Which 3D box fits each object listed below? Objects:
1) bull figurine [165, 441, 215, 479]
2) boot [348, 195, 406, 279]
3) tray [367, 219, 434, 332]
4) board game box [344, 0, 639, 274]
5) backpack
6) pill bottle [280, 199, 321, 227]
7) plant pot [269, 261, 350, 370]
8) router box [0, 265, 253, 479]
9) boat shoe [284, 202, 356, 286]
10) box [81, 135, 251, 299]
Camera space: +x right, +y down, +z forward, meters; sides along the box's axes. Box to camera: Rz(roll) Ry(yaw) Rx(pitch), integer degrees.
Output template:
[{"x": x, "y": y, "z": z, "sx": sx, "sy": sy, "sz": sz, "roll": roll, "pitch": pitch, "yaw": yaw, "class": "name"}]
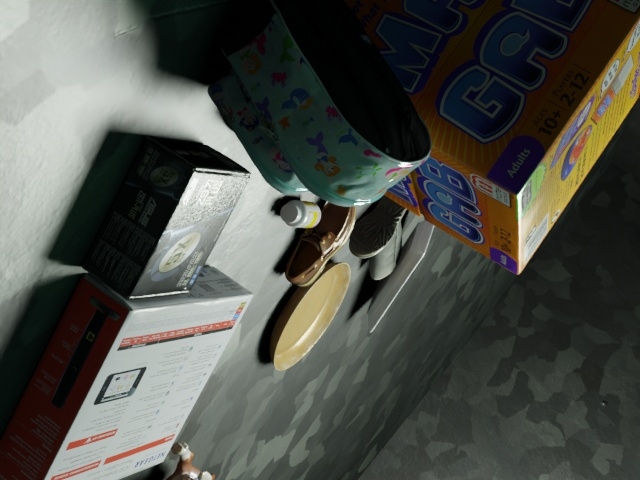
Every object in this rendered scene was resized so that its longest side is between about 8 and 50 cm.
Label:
[{"x": -0.292, "y": 0.480, "z": 1.831, "sx": 0.310, "sy": 0.101, "sz": 0.188, "roll": -45, "pitch": 156, "yaw": -30, "class": "bull figurine"}, {"x": 0.111, "y": 0.012, "z": 2.158, "sx": 0.189, "sy": 0.076, "sz": 0.208, "roll": -46, "pitch": 165, "yaw": -29, "class": "boot"}, {"x": 0.163, "y": 0.064, "z": 2.315, "sx": 0.270, "sy": 0.030, "sz": 0.145, "roll": -60, "pitch": -175, "yaw": 41, "class": "tray"}, {"x": 0.233, "y": -0.230, "z": 1.607, "sx": 0.356, "sy": 0.356, "sz": 0.356, "roll": -54, "pitch": 161, "yaw": -10, "class": "board game box"}, {"x": 0.007, "y": -0.159, "z": 1.326, "sx": 0.191, "sy": 0.253, "sz": 0.225, "roll": -44, "pitch": 170, "yaw": 26, "class": "backpack"}, {"x": -0.033, "y": -0.042, "z": 1.732, "sx": 0.043, "sy": 0.043, "sz": 0.083, "roll": -61, "pitch": 161, "yaw": 10, "class": "pill bottle"}, {"x": -0.025, "y": 0.135, "z": 2.056, "sx": 0.236, "sy": 0.032, "sz": 0.236, "roll": -49, "pitch": 160, "yaw": -24, "class": "plant pot"}, {"x": -0.258, "y": 0.186, "z": 1.474, "sx": 0.301, "sy": 0.082, "sz": 0.335, "roll": -61, "pitch": 161, "yaw": 11, "class": "router box"}, {"x": -0.001, "y": 0.000, "z": 1.849, "sx": 0.178, "sy": 0.064, "sz": 0.060, "roll": -57, "pitch": 164, "yaw": 6, "class": "boat shoe"}, {"x": -0.182, "y": -0.026, "z": 1.331, "sx": 0.180, "sy": 0.077, "sz": 0.147, "roll": -61, "pitch": 160, "yaw": 11, "class": "box"}]
